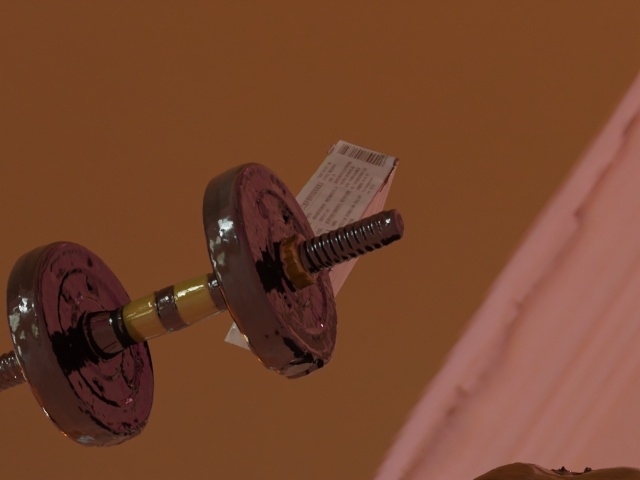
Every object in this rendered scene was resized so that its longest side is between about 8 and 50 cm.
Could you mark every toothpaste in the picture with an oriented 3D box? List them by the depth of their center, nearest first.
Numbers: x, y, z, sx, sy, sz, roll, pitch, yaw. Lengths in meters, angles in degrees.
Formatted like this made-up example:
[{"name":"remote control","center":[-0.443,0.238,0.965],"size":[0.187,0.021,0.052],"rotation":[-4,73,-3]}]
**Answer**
[{"name":"toothpaste","center":[0.000,0.000,1.486],"size":[0.336,0.067,0.081],"rotation":[-55,-17,-67]}]

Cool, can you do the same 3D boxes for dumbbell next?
[{"name":"dumbbell","center":[-0.095,0.044,1.133],"size":[0.325,0.143,0.143],"rotation":[-21,-45,17]}]

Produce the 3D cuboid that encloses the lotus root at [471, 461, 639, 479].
[{"name":"lotus root","center":[0.162,0.277,1.142],"size":[0.250,0.346,0.250],"rotation":[4,-69,10]}]
